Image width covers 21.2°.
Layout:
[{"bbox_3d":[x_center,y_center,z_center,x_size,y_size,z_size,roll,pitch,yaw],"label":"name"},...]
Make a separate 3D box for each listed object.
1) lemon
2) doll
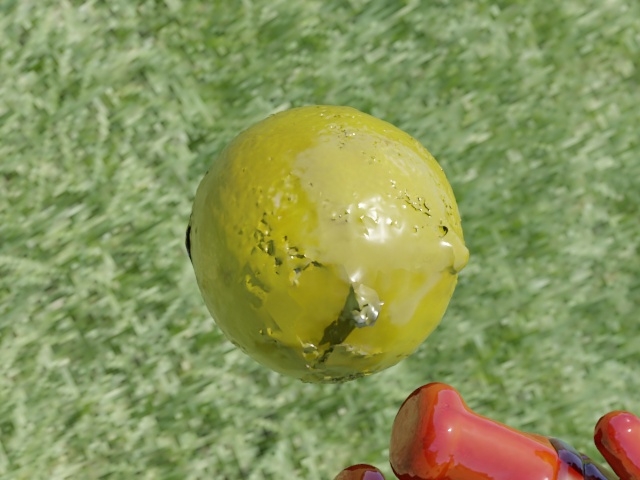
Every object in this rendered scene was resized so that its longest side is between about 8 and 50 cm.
[{"bbox_3d":[0.000,0.000,1.083,0.173,0.206,0.173,-19,124,-31],"label":"lemon"},{"bbox_3d":[0.170,0.173,0.909,0.336,0.200,0.105,23,39,-18],"label":"doll"}]
